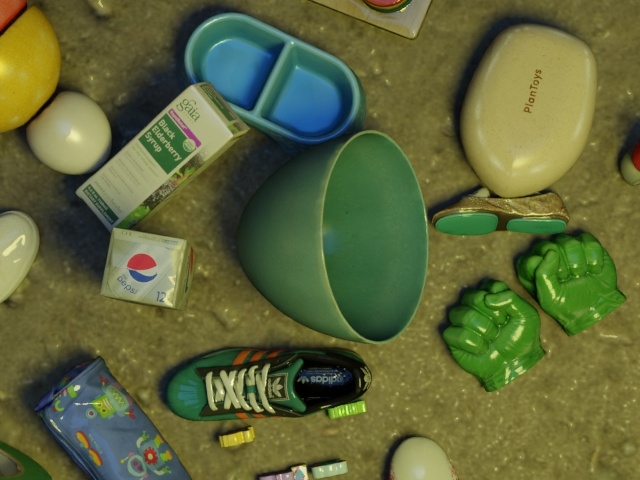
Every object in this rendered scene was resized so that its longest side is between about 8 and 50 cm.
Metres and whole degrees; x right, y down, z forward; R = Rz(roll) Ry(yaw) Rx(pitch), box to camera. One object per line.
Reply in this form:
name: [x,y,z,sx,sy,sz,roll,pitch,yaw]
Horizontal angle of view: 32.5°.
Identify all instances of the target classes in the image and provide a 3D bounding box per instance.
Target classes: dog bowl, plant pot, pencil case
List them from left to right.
pencil case: [-0.278,0.315,1.555,0.119,0.133,0.306,-38,88,29]
dog bowl: [-0.071,-0.234,1.625,0.297,0.074,0.166,25,85,-2]
plant pot: [0.000,0.000,1.538,0.195,0.290,0.290,-3,86,33]

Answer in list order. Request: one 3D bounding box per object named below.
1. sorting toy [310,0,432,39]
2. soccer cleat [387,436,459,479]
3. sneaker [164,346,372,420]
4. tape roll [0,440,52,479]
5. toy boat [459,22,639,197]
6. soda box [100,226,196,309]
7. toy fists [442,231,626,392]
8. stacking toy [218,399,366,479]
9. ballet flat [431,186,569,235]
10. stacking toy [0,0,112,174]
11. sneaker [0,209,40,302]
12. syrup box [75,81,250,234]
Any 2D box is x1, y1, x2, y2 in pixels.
sorting toy: [0.068,-0.462,1.604,0.255,0.089,0.257,22,94,6]
soccer cleat: [0.162,0.449,1.559,0.116,0.143,0.331,-4,86,-3]
sneaker: [-0.077,0.203,1.574,0.302,0.121,0.108,-7,87,-3]
tape roll: [-0.518,0.299,1.447,0.321,0.321,0.077,21,86,-1]
toy boat: [0.364,-0.163,1.620,0.318,0.148,0.267,21,81,6]
soda box: [-0.227,0.044,1.493,0.098,0.286,0.091,10,85,-3]
toy fists: [0.311,0.095,1.613,0.279,0.096,0.142,-34,88,-3]
stacking toy: [-0.024,0.339,1.603,0.221,0.052,0.167,-13,87,-4]
ballet flat: [0.267,-0.046,1.642,0.206,0.073,0.067,2,59,-5]
stacking toy: [-0.491,-0.262,1.532,0.350,0.350,0.480,-46,107,-4]
sneaker: [-0.522,0.066,1.539,0.108,0.169,0.292,45,84,2]
syrup box: [-0.223,-0.116,1.563,0.237,0.096,0.093,-40,92,16]
